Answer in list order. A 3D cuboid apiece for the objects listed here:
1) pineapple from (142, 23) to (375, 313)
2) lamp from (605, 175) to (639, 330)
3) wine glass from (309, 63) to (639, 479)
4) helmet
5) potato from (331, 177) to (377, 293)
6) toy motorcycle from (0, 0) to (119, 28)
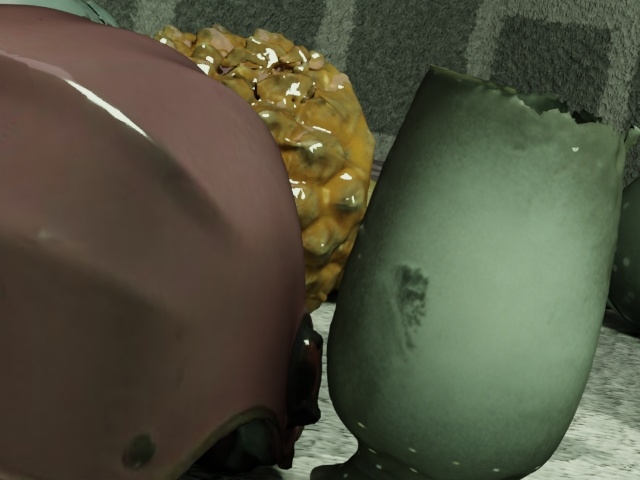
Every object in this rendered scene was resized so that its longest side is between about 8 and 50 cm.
[{"bbox_3d":[-0.161,-0.043,1.002,0.357,0.222,0.223,0,11,-24],"label":"pineapple"},{"bbox_3d":[0.352,0.023,1.555,0.182,0.182,0.314,11,-11,-7],"label":"lamp"},{"bbox_3d":[0.061,0.034,0.641,0.111,0.204,0.111,16,7,-2],"label":"wine glass"},{"bbox_3d":[-0.129,-0.008,0.704,0.271,0.197,0.338,11,7,20],"label":"helmet"},{"bbox_3d":[-0.014,-0.011,1.325,0.299,0.116,0.239,21,8,-26],"label":"potato"},{"bbox_3d":[-0.320,-0.136,1.515,0.241,0.182,0.319,-15,-5,24],"label":"toy motorcycle"}]
